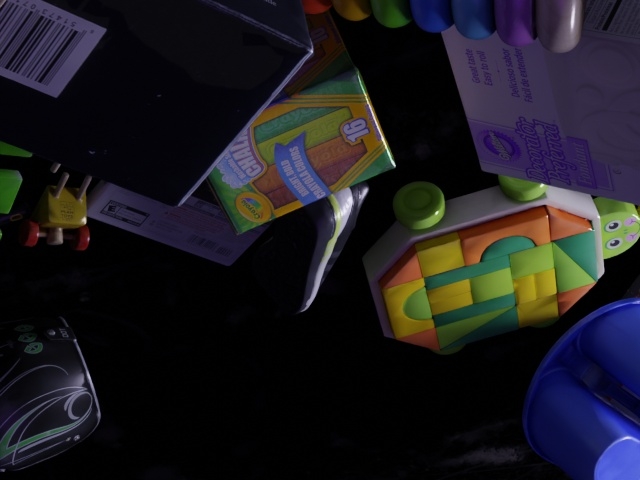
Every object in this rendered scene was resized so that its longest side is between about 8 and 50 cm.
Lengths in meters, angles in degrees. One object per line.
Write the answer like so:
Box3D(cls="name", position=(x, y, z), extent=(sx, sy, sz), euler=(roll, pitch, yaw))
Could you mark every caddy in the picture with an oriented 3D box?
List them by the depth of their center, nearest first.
Box3D(cls="caddy", position=(0.397, 0.212, 1.782), extent=(0.341, 0.179, 0.241), euler=(33, 99, -41))

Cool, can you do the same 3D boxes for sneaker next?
Box3D(cls="sneaker", position=(0.000, 0.000, 1.548), extent=(0.097, 0.084, 0.234), euler=(-33, 167, -29))

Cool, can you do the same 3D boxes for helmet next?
Box3D(cls="helmet", position=(-0.339, 0.168, 1.584), extent=(0.162, 0.169, 0.169), euler=(-20, 143, -18))

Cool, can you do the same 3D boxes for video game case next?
Box3D(cls="video game case", position=(-0.121, -0.056, 1.495), extent=(0.190, 0.022, 0.173), euler=(21, 129, -34))

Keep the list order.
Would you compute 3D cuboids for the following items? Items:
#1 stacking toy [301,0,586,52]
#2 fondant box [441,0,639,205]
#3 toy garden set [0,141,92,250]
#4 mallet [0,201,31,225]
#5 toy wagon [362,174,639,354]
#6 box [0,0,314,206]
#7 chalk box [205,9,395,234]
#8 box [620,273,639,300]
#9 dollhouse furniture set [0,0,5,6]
Box3D(cls="stacking toy", position=(0.056, -0.237, 1.211), extent=(0.330, 0.141, 0.141), euler=(5, 142, 12))
Box3D(cls="fondant box", position=(0.292, -0.135, 1.330), extent=(0.330, 0.096, 0.238), euler=(16, 151, 29))
Box3D(cls="toy garden set", position=(-0.291, -0.084, 1.378), extent=(0.204, 0.049, 0.244), euler=(5, 126, -36))
Box3D(cls="mallet", position=(-0.387, 0.003, 1.476), extent=(0.190, 0.039, 0.062), euler=(-13, 140, -8))
Box3D(cls="toy wagon", position=(0.224, 0.014, 1.646), extent=(0.345, 0.068, 0.267), euler=(-15, 141, 1))
Box3D(cls="box", position=(-0.208, -0.236, 1.016), extent=(0.343, 0.312, 0.179), euler=(22, 129, -30))
Box3D(cls="chalk box", position=(-0.061, -0.108, 1.344), extent=(0.213, 0.132, 0.132), euler=(-24, 135, 3))
Box3D(cls="box", position=(0.449, 0.101, 1.835), extent=(0.159, 0.044, 0.233), euler=(6, 136, -22))
Box3D(cls="dollhouse furniture set", position=(-0.249, -0.134, 0.870), extent=(0.076, 0.058, 0.151), euler=(34, 103, -30))
